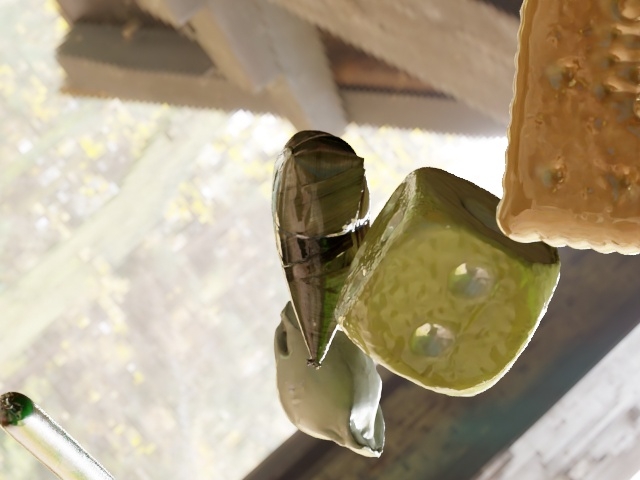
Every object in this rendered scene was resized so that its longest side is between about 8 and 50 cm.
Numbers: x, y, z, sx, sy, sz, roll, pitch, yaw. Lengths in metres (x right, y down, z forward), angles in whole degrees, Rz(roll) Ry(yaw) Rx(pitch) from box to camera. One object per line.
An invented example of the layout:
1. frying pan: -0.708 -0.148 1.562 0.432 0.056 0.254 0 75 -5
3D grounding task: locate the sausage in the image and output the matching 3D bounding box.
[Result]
1. sausage: -0.209 0.172 1.305 0.033 0.033 0.269 41 -11 24

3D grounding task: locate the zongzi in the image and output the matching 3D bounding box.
1. zongzi: 0.000 0.000 1.829 0.221 0.112 0.242 -96 -174 -77

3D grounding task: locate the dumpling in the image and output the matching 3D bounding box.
1. dumpling: 0.018 0.161 1.870 0.111 0.181 0.155 -5 -12 22

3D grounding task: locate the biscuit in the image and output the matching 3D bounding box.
1. biscuit: 0.183 -0.116 0.938 0.160 0.249 0.030 8 2 32

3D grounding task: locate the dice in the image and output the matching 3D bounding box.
1. dice: 0.125 0.041 1.605 0.169 0.169 0.166 29 20 -7
